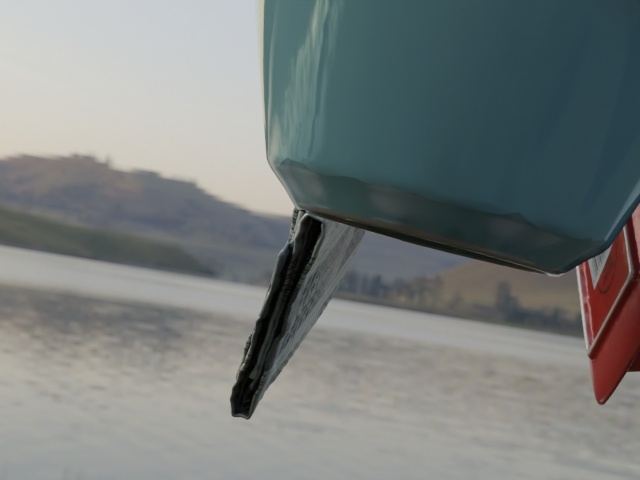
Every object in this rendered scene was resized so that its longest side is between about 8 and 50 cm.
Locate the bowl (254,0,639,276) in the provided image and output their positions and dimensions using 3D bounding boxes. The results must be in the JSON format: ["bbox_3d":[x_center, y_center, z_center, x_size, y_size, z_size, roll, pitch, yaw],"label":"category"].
[{"bbox_3d":[0.087,-0.076,0.922,0.311,0.163,0.311,15,-1,0],"label":"bowl"}]

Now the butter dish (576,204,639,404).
[{"bbox_3d":[0.261,0.024,1.065,0.118,0.160,0.160,6,-40,-7],"label":"butter dish"}]

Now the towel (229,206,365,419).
[{"bbox_3d":[0.000,0.000,1.591,0.056,0.312,0.324,28,39,6],"label":"towel"}]
